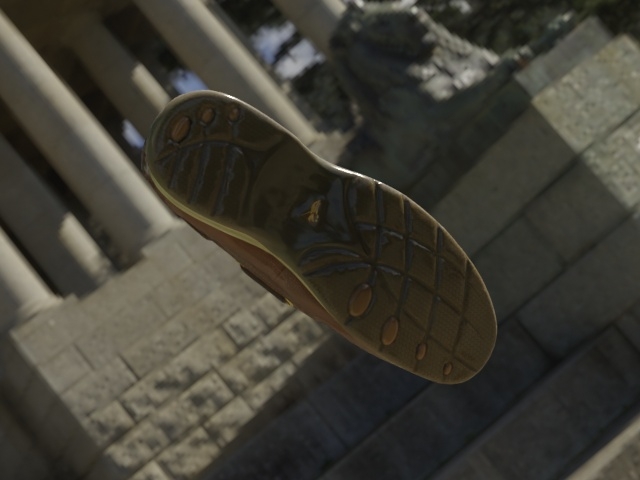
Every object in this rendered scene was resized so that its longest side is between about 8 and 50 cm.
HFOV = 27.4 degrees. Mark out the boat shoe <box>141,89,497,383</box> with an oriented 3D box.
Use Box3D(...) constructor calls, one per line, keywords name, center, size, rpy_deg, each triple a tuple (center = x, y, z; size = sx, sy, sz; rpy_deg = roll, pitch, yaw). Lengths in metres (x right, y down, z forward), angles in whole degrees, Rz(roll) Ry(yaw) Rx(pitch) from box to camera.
Box3D(name="boat shoe", center=(-0.001, 0.000, 0.579), size=(0.064, 0.178, 0.060), rpy_deg=(-57, 9, -14))
